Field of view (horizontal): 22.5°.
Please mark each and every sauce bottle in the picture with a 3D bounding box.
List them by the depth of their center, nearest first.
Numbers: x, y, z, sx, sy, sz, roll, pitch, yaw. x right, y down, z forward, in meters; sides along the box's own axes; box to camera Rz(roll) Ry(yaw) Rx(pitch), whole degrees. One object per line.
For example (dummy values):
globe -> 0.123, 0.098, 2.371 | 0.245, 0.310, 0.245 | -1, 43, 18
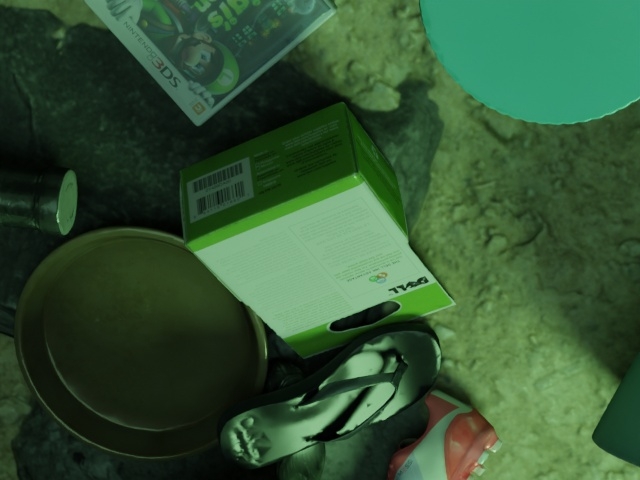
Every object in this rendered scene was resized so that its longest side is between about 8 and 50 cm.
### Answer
sauce bottle -> -0.424, -0.059, 1.655 | 0.344, 0.111, 0.111 | 4, 112, 6

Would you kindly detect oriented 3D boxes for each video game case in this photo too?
video game case -> -0.109, -0.233, 1.582 | 0.190, 0.022, 0.173 | -38, 102, 20

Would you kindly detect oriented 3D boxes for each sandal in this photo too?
sandal -> 0.017, 0.173, 1.676 | 0.254, 0.054, 0.097 | -28, 116, -1

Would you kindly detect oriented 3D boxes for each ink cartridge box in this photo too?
ink cartridge box -> 0.000, 0.000, 1.629 | 0.189, 0.097, 0.255 | -21, 141, 16

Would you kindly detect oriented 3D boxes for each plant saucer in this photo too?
plant saucer -> -0.189, 0.108, 1.722 | 0.278, 0.041, 0.278 | 3, 113, 8

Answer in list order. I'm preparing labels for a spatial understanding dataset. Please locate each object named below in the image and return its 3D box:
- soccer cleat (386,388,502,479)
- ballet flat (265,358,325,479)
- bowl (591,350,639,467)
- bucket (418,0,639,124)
soccer cleat -> 0.099, 0.271, 1.731 | 0.095, 0.083, 0.248 | 41, 117, 17
ballet flat -> -0.028, 0.206, 1.743 | 0.057, 0.049, 0.173 | -12, 118, -16
bowl -> 0.428, 0.144, 1.527 | 0.312, 0.311, 0.163 | 11, 94, 4
bucket -> 0.214, -0.244, 1.439 | 0.281, 0.183, 0.281 | 3, 114, 7
